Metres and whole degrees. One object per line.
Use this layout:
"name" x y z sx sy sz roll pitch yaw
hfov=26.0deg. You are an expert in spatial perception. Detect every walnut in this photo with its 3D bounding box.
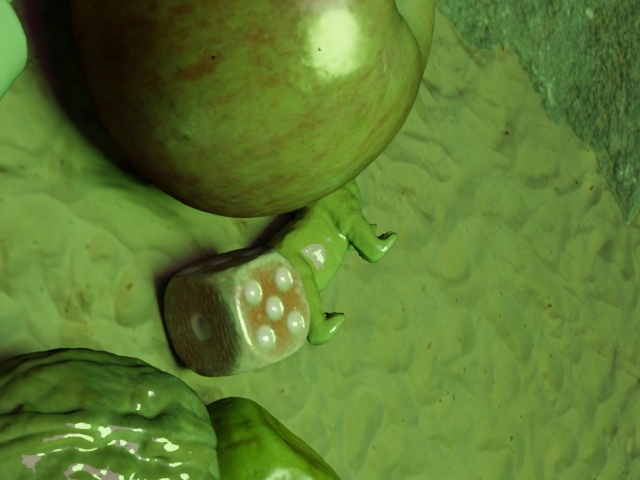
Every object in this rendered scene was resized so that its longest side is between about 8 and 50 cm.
"walnut" -0.178 0.163 0.997 0.230 0.178 0.178 8 79 -44

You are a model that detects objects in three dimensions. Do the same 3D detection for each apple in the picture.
"apple" -0.037 -0.194 1.120 0.345 0.269 0.344 10 76 -49

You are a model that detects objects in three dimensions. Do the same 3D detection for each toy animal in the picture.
"toy animal" 0.000 0.000 1.286 0.101 0.103 0.218 40 57 -9

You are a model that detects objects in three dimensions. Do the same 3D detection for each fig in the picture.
"fig" -0.056 0.206 1.142 0.144 0.154 0.165 14 53 -54

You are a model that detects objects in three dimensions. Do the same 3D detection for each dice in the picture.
"dice" -0.071 0.060 1.179 0.091 0.093 0.094 -22 102 -48

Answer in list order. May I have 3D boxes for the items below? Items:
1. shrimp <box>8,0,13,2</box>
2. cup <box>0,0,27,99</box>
"shrimp" -0.244 -0.360 1.041 0.221 0.110 0.445 39 60 -45
"cup" -0.352 -0.101 0.847 0.258 0.186 0.234 35 64 -6
